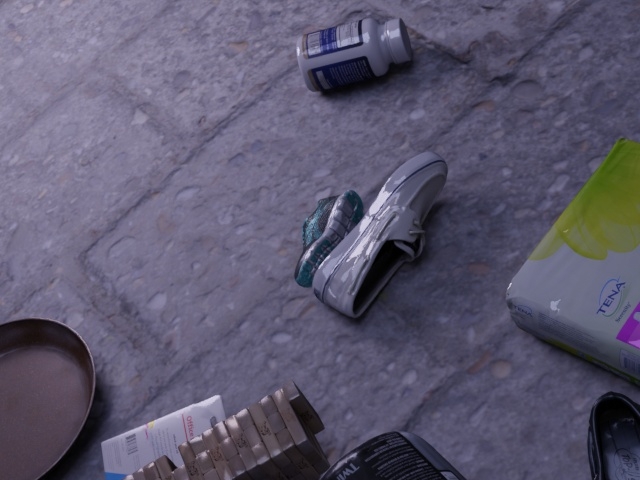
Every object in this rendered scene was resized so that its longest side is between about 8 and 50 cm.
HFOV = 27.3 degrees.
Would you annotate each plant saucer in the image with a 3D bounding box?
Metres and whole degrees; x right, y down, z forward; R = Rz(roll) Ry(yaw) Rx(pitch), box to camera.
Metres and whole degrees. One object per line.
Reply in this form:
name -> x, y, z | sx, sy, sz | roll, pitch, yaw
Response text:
plant saucer -> -0.458, 0.253, 1.921 | 0.310, 0.050, 0.311 | -12, 51, 16

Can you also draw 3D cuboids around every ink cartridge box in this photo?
ink cartridge box -> -0.195, 0.291, 1.762 | 0.181, 0.061, 0.104 | -23, 49, 7

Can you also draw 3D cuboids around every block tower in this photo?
block tower -> -0.147, 0.310, 1.643 | 0.335, 0.091, 0.097 | -31, 47, 0

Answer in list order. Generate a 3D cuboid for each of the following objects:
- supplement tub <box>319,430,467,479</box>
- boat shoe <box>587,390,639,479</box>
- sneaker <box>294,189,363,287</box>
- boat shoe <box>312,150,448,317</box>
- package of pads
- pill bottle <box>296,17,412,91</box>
supplement tub -> 0.138, 0.374, 1.458 | 0.193, 0.193, 0.316 | -40, 49, -9
boat shoe -> 0.372, 0.311, 1.453 | 0.127, 0.113, 0.340 | -16, 49, 12
sneaker -> 0.000, 0.000, 1.914 | 0.076, 0.065, 0.166 | 0, 49, 45
boat shoe -> 0.102, -0.006, 1.840 | 0.088, 0.096, 0.267 | 34, 74, 35
package of pads -> 0.401, 0.023, 1.674 | 0.229, 0.101, 0.296 | 25, 67, 36
pill bottle -> 0.055, -0.299, 2.089 | 0.169, 0.094, 0.094 | -12, 50, 16
